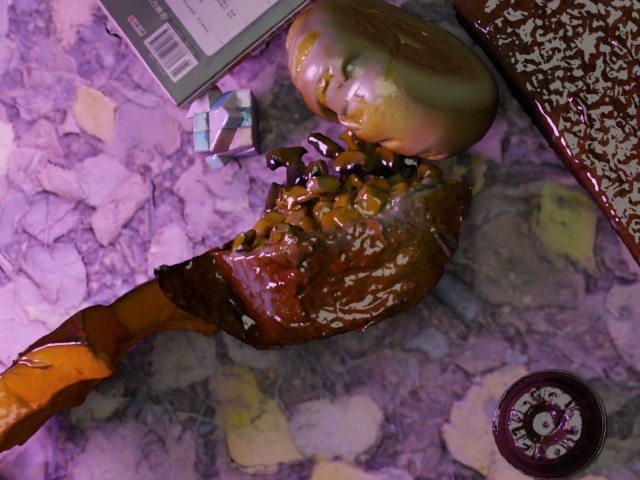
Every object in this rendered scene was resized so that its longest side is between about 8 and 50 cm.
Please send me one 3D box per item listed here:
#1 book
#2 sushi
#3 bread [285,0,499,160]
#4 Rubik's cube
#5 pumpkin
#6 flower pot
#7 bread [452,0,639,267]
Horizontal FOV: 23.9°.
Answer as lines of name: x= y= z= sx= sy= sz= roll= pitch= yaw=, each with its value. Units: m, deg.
book: x=-0.097 y=-0.288 z=1.498 sx=0.264 sy=0.027 sz=0.202 roll=-39 pitch=80 yaw=10
sushi: x=0.003 y=-0.002 z=1.467 sx=0.296 sy=0.167 sz=0.179 roll=-19 pitch=104 yaw=14
bread: x=0.065 y=-0.154 z=1.453 sx=0.213 sy=0.213 sz=0.104 roll=32 pitch=123 yaw=12
Rubik's cube: x=-0.101 y=-0.118 z=1.532 sx=0.073 sy=0.084 sz=0.075 roll=-4 pitch=67 yaw=6
pumpkin: x=-0.240 y=0.133 z=1.457 sx=0.258 sy=0.290 sz=0.095 roll=-39 pitch=86 yaw=20
flower pot: x=0.216 y=0.176 z=1.433 sx=0.111 sy=0.089 sz=0.111 roll=-1 pitch=84 yaw=10
bread: x=0.299 y=-0.109 z=1.438 sx=0.165 sy=0.113 sz=0.416 roll=-33 pitch=78 yaw=4
